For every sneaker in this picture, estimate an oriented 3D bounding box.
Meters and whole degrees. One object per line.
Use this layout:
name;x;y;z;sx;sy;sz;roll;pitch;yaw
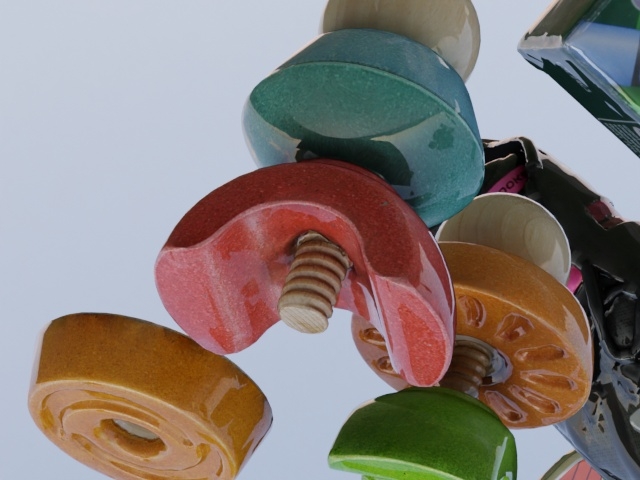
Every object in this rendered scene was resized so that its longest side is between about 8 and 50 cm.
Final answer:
sneaker;0.168;0.045;1.175;0.483;0.202;0.185;28;-93;54

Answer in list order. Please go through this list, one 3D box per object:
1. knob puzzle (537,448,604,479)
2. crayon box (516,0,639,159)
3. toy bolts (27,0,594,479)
knob puzzle;0.245;0.254;1.443;0.213;0.213;0.030;-36;-160;-22
crayon box;0.278;-0.150;0.824;0.323;0.203;0.083;-50;-168;-2
toy bolts;0.000;0.000;0.659;0.218;0.228;0.158;11;-123;13
